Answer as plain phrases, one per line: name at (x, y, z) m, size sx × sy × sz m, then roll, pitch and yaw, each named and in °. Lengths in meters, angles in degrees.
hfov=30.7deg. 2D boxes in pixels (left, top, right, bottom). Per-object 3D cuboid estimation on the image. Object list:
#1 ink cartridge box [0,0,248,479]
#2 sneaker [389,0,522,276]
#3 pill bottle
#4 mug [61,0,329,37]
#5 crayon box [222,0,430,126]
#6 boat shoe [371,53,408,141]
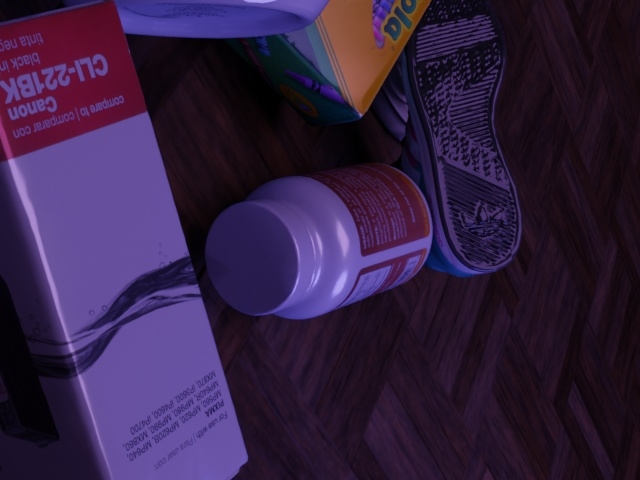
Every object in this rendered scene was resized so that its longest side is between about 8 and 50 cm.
ink cartridge box at (-0.178, 0.028, 0.643) m, size 0.114 × 0.197 × 0.273 m, roll -33°, pitch 111°, yaw -54°
sneaker at (0.114, -0.102, 1.161) m, size 0.123 × 0.178 × 0.296 m, roll -1°, pitch 81°, yaw -20°
pill bottle at (0.000, 0.000, 1.005) m, size 0.216 × 0.121 × 0.121 m, roll -14°, pitch 96°, yaw -58°
mug at (-0.129, -0.311, 0.770) m, size 0.374 × 0.276 × 0.328 m, roll -2°, pitch 92°, yaw -28°
crayon box at (0.023, -0.261, 1.040) m, size 0.165 × 0.081 × 0.278 m, roll 42°, pitch 65°, yaw -29°
boat shoe at (0.092, -0.195, 1.223) m, size 0.267 × 0.088 × 0.096 m, roll 52°, pitch 42°, yaw -38°
